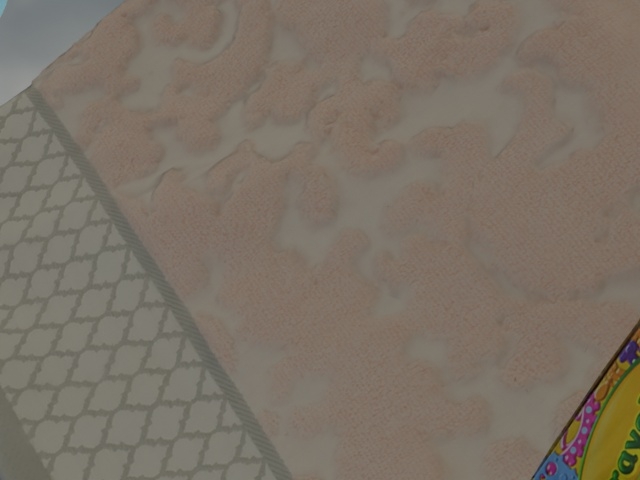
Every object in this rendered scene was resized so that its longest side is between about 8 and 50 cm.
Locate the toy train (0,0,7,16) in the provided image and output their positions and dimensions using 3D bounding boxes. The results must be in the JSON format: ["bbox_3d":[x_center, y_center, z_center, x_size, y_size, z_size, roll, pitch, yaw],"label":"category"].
[{"bbox_3d":[-0.194,-0.197,1.077,0.143,0.105,0.248,20,-139,22],"label":"toy train"}]

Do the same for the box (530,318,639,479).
[{"bbox_3d":[0.260,0.106,0.498,0.290,0.177,0.279,18,-160,-46],"label":"box"}]

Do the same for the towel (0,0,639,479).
[{"bbox_3d":[0.000,0.000,0.712,0.332,0.317,0.053,54,180,39],"label":"towel"}]
